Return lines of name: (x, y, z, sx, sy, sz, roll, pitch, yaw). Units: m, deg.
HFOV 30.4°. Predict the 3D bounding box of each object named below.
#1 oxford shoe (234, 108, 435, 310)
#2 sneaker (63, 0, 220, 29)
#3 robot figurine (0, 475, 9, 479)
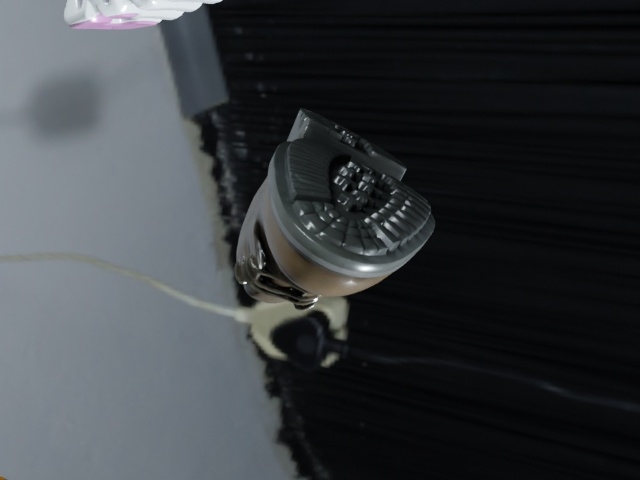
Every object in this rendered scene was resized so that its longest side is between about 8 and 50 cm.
oxford shoe: (0.000, 0.000, 0.584, 0.096, 0.083, 0.227, -60, -176, 10)
sneaker: (-0.076, -0.207, 0.760, 0.095, 0.236, 0.105, -13, 95, -59)
robot figurine: (-0.332, 0.253, 0.941, 0.211, 0.291, 0.085, -69, 152, -20)
